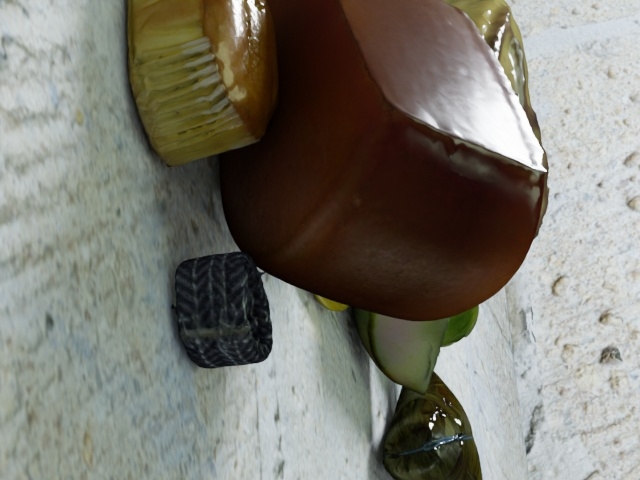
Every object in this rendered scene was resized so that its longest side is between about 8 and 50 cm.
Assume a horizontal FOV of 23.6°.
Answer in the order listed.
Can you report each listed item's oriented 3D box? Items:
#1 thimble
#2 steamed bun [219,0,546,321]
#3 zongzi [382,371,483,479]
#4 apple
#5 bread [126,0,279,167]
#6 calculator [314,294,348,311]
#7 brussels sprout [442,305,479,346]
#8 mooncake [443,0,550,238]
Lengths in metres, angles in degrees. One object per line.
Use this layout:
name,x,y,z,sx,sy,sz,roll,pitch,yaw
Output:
thimble,-0.081,0.059,1.288,0.104,0.066,0.095,24,58,-78
steamed bun,0.040,-0.080,1.408,0.235,0.248,0.379,19,30,-26
zongzi,0.129,0.220,1.990,0.221,0.112,0.242,53,22,-62
apple,0.093,0.043,1.904,0.193,0.120,0.265,-108,-157,-45
bread,-0.098,-0.165,1.298,0.132,0.114,0.190,52,26,-59
calculator,0.000,0.000,1.753,0.235,0.032,0.146,58,26,-56
brussels sprout,0.147,0.070,2.107,0.180,0.144,0.161,59,-13,-29
mooncake,0.218,-0.170,2.376,0.394,0.246,0.393,50,39,-60
